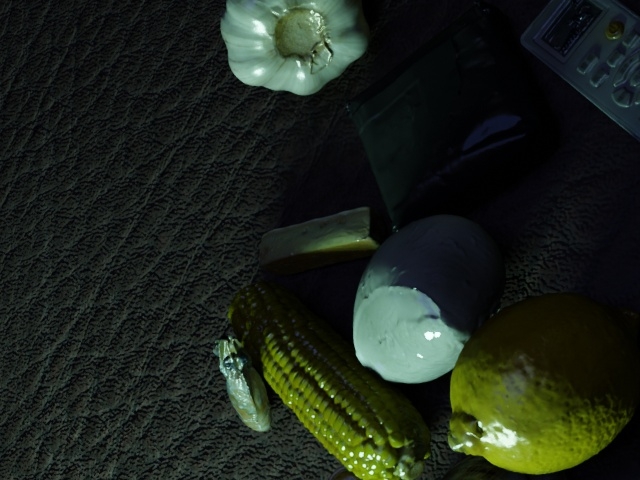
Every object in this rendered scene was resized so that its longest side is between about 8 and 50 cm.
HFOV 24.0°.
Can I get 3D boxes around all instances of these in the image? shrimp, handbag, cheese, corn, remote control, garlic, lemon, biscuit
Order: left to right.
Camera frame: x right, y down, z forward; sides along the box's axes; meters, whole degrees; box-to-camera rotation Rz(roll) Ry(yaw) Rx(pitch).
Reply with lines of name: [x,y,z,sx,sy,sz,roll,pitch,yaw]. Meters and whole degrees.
shrimp: [-0.106,0.165,1.921,0.047,0.223,0.126,-22,57,-5]
garlic: [-0.040,-0.306,2.008,0.199,0.199,0.226,-56,22,15]
biscuit: [0.000,0.000,1.962,0.188,0.052,0.056,-12,57,35]
corn: [0.006,0.176,1.880,0.363,0.120,0.120,42,107,40]
cheese: [0.126,0.061,1.768,0.189,0.154,0.198,-53,7,-30]
handbag: [0.151,-0.149,1.855,0.247,0.080,0.223,-35,61,27]
lemon: [0.245,0.155,1.639,0.256,0.188,0.188,-32,57,-10]
remote control: [0.363,-0.186,1.720,0.109,0.055,0.313,-51,50,11]

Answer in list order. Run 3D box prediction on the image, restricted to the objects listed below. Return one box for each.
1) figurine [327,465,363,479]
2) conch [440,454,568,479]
figurine: [0.024,0.352,1.841,0.082,0.098,0.154,-2,82,41]
conch: [0.180,0.340,1.682,0.291,0.159,0.210,4,84,40]
